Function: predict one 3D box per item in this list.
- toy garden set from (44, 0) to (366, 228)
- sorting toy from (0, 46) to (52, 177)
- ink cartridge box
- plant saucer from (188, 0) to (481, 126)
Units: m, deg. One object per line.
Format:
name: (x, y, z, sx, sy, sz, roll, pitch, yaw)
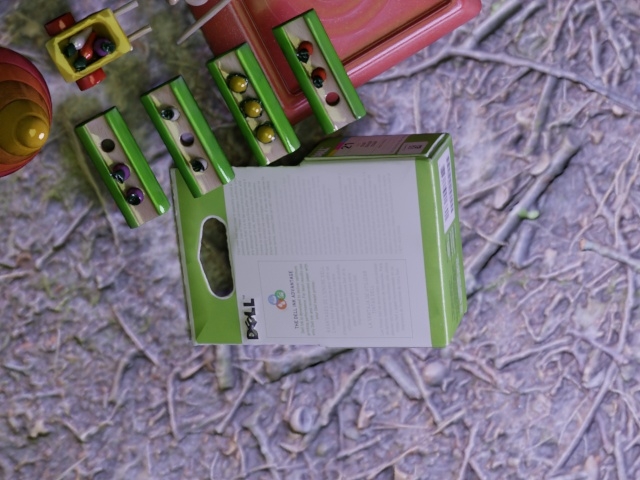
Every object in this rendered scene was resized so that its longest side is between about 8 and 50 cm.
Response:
toy garden set: (-0.113, -0.146, 1.562, 0.244, 0.049, 0.204, -26, 105, 7)
sorting toy: (-0.347, -0.169, 1.444, 0.365, 0.126, 0.127, 40, 80, -33)
ink cartridge box: (0.000, 0.000, 1.667, 0.255, 0.097, 0.189, -1, 108, 16)
plant saucer: (0.004, -0.259, 1.615, 0.258, 0.048, 0.259, -31, 111, -9)
